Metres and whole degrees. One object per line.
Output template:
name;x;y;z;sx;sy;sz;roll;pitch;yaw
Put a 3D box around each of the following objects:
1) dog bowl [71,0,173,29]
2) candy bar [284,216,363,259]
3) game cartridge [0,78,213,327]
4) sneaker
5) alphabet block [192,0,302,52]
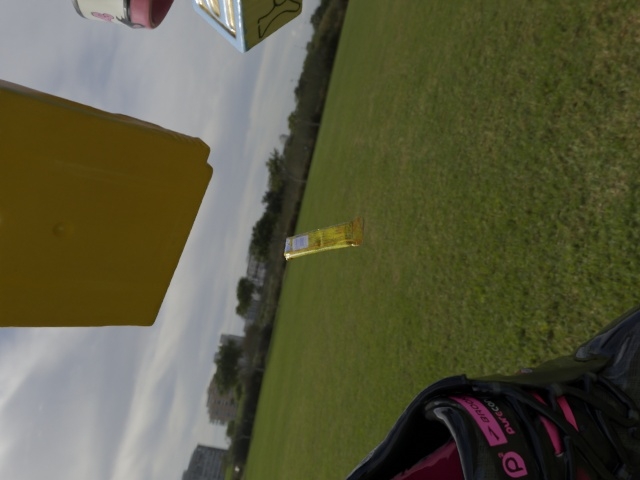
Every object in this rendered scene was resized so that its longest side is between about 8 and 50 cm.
dog bowl;-0.371;-0.640;1.061;0.408;0.150;0.408;-159;90;-75
candy bar;0.000;0.000;0.724;0.161;0.018;0.040;-14;69;45
game cartridge;-0.310;-0.024;0.596;0.052;0.323;0.285;40;111;40
sneaker;0.194;0.196;0.441;0.185;0.482;0.202;54;180;44
alphabet block;-0.170;-0.596;1.158;0.197;0.193;0.192;-42;-10;-18
